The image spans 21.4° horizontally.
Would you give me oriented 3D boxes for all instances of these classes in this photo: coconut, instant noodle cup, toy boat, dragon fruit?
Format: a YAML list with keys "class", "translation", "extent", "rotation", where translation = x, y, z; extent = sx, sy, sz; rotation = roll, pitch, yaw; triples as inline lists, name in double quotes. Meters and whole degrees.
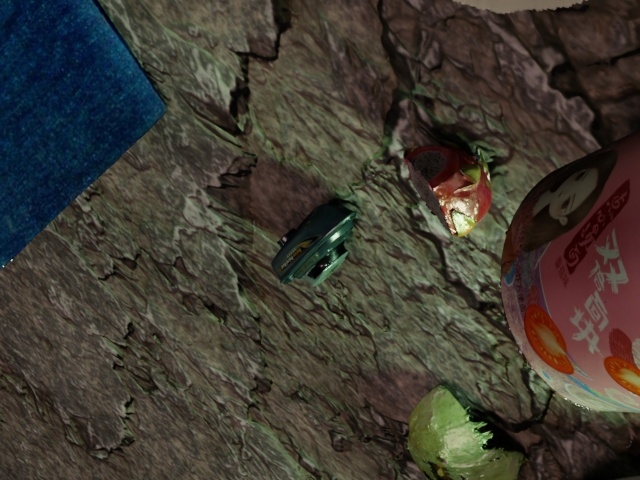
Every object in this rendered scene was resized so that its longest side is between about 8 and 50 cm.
- class: "coconut"
  translation: [0.142, 0.218, 1.713]
  extent: [0.133, 0.055, 0.158]
  rotation: [19, 144, 38]
- class: "instant noodle cup"
  translation: [0.258, 0.016, 1.147]
  extent: [0.243, 0.243, 0.231]
  rotation: [50, 156, -11]
- class: "toy boat"
  translation: [0.000, 0.000, 1.603]
  extent: [0.060, 0.055, 0.141]
  rotation: [50, 150, 3]
- class: "dragon fruit"
  translation: [0.111, -0.052, 1.396]
  extent: [0.083, 0.060, 0.056]
  rotation: [57, 169, 45]

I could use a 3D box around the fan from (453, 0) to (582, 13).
- class: "fan"
  translation: [0.177, -0.243, 1.017]
  extent: [0.415, 0.012, 0.233]
  rotation: [-3, 132, 30]

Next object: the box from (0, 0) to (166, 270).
- class: "box"
  translation: [-0.325, -0.153, 1.591]
  extent: [0.116, 0.261, 0.279]
  rotation: [2, 131, 52]

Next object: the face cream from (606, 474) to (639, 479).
- class: "face cream"
  translation: [0.344, 0.294, 1.538]
  extent: [0.420, 0.137, 0.235]
  rotation: [-17, 114, 44]
